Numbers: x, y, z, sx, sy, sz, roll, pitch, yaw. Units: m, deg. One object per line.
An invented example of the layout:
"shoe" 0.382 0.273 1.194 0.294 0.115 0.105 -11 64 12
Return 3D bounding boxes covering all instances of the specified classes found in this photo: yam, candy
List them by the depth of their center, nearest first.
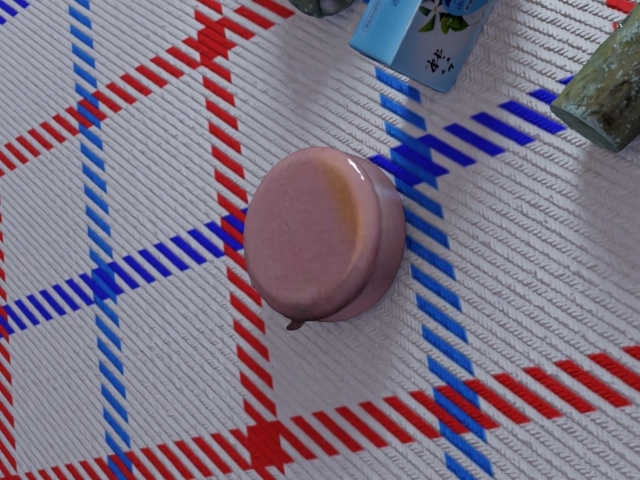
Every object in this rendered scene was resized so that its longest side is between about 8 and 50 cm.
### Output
"yam" 0.348 -0.185 0.979 0.194 0.107 0.107 -50 57 23
"candy" 0.000 0.000 1.236 0.255 0.094 0.255 -6 80 38

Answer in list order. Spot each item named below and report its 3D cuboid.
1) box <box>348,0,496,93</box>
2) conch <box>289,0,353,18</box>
"box" 0.152 -0.318 1.130 0.083 0.143 0.232 35 105 36
"conch" 0.011 -0.469 1.254 0.277 0.220 0.195 -54 13 -8
